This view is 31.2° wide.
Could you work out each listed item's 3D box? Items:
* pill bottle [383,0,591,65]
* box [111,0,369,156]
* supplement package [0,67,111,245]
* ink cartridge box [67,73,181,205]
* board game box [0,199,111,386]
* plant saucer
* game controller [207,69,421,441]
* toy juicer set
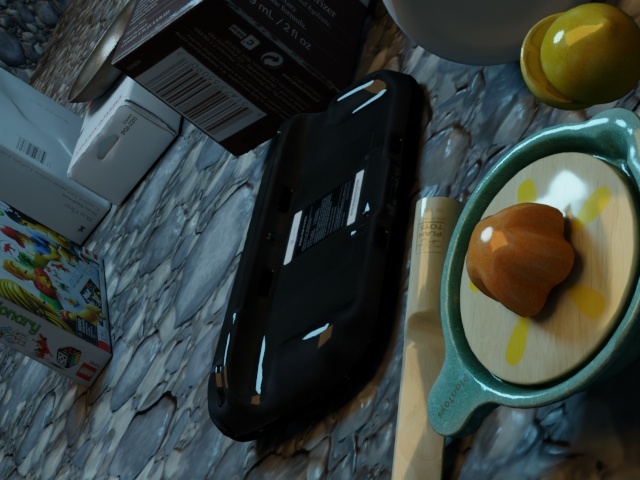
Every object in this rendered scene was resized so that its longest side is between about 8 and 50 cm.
[{"bbox_3d":[0.099,-0.239,0.831,0.153,0.153,0.265,-50,22,19],"label":"pill bottle"},{"bbox_3d":[-0.069,-0.227,1.120,0.167,0.168,0.203,-24,41,42],"label":"box"},{"bbox_3d":[-0.451,-0.115,1.709,0.145,0.262,0.204,-48,23,24],"label":"supplement package"},{"bbox_3d":[-0.269,-0.177,1.632,0.158,0.092,0.218,-46,22,27],"label":"ink cartridge box"},{"bbox_3d":[-0.347,0.047,1.358,0.053,0.193,0.305,-55,22,10],"label":"board game box"},{"bbox_3d":[-0.297,-0.273,1.652,0.198,0.036,0.199,-45,24,26],"label":"plant saucer"},{"bbox_3d":[0.000,0.000,0.869,0.166,0.067,0.319,-23,38,33],"label":"game controller"},{"bbox_3d":[0.103,-0.017,0.550,0.329,0.089,0.209,-42,42,40],"label":"toy juicer set"}]
